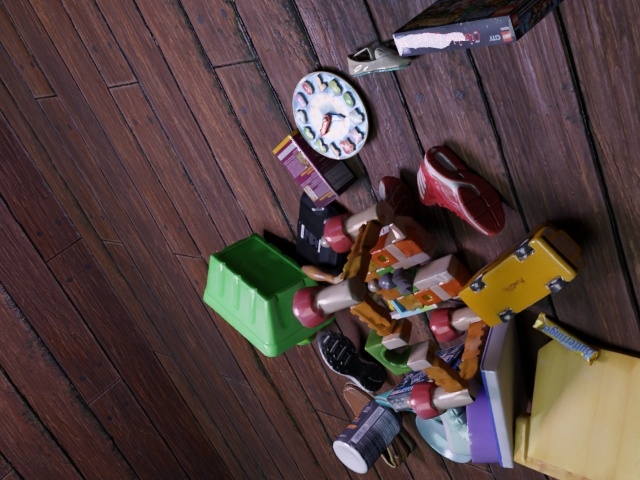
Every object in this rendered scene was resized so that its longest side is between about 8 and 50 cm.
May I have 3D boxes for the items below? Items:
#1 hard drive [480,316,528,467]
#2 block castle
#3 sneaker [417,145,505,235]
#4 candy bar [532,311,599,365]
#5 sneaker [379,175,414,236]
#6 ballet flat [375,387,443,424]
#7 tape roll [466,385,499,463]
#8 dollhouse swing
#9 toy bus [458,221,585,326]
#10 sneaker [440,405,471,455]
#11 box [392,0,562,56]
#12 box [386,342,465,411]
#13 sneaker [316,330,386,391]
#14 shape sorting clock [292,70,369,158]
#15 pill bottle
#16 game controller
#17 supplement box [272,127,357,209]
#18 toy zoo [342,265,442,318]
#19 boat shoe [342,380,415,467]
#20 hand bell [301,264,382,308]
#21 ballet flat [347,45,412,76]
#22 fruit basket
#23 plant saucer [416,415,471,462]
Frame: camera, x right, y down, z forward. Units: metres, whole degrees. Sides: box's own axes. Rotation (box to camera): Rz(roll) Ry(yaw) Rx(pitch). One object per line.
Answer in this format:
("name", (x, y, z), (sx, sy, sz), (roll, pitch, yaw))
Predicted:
("hard drive", (0.424, 0.332, 1.758), (0.040, 0.210, 0.319), (1, 128, 26))
("block castle", (0.165, 0.156, 1.701), (0.453, 0.303, 0.212), (41, 139, -23))
("sneaker", (0.287, -0.087, 1.607), (0.221, 0.087, 0.128), (55, 159, 13))
("candy bar", (0.524, 0.209, 1.639), (0.161, 0.018, 0.040), (38, 111, 42))
("sneaker", (0.160, -0.053, 1.779), (0.092, 0.088, 0.225), (24, 141, 37))
("ballet flat", (0.269, 0.458, 2.218), (0.247, 0.087, 0.083), (8, 162, 44))
("tape roll", (0.412, 0.457, 1.919), (0.080, 0.189, 0.189), (-6, 127, 14))
("dollhouse swing", (0.651, 0.401, 1.693), (0.346, 0.305, 0.315), (10, 174, 46))
("toy bus", (0.407, 0.068, 1.558), (0.108, 0.130, 0.333), (46, 149, 5))
("sneaker", (0.400, 0.468, 2.066), (0.151, 0.094, 0.256), (-3, 117, 38))
("box", (0.253, -0.362, 1.245), (0.233, 0.159, 0.044), (7, 130, 48))
("box", (0.286, 0.354, 1.988), (0.051, 0.175, 0.220), (50, 149, -3))
("sneaker", (0.075, 0.357, 2.288), (0.271, 0.100, 0.108), (44, 165, -30))
("shape sorting clock", (0.019, -0.278, 1.725), (0.206, 0.040, 0.206), (21, 132, 25))
("pill bottle", (0.160, 0.567, 2.313), (0.130, 0.245, 0.131), (30, 144, 26))
("game controller", (0.000, 0.000, 2.082), (0.166, 0.067, 0.319), (49, 152, 28))
("supplement box", (-0.013, -0.181, 1.859), (0.188, 0.081, 0.104), (51, 149, -4))
("toy zoo", (0.171, 0.119, 2.011), (0.192, 0.030, 0.293), (52, 149, -7))
("boat shoe", (0.172, 0.586, 2.457), (0.307, 0.104, 0.111), (46, 149, 4))
("hand bell", (0.037, 0.099, 2.019), (0.242, 0.126, 0.126), (19, 138, 46))
("ballet flat", (0.110, -0.360, 1.533), (0.168, 0.057, 0.052), (3, 118, 50))
("fruit basket", (-0.138, 0.203, 2.272), (0.392, 0.282, 0.392), (40, 145, 35))
("plant saucer", (0.368, 0.565, 2.253), (0.195, 0.037, 0.195), (33, 147, 25))
